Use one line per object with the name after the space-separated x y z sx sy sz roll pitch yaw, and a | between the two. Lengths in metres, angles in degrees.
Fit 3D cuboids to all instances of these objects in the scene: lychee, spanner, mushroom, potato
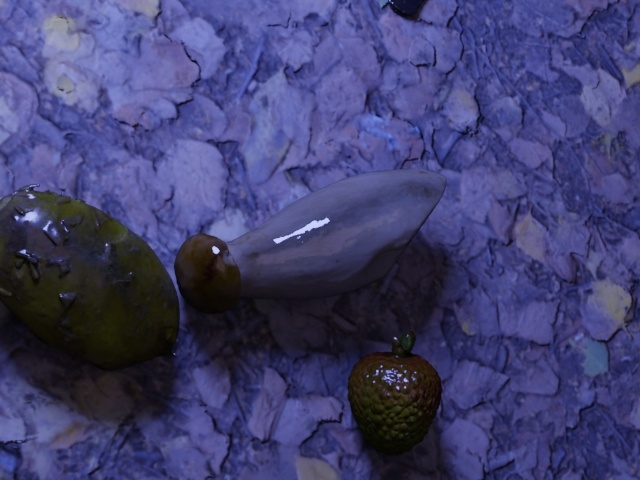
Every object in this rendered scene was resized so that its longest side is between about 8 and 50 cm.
0.087 0.178 1.448 0.114 0.114 0.147 0 102 -27 | lychee
0.170 -0.343 1.622 0.208 0.012 0.046 -28 96 -28 | spanner
0.000 0.000 1.420 0.350 0.128 0.128 -17 90 -25 | mushroom
-0.246 0.044 1.297 0.251 0.113 0.149 41 68 -15 | potato
